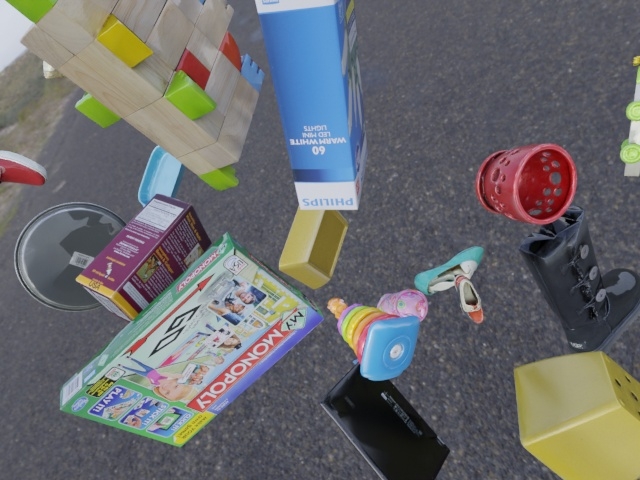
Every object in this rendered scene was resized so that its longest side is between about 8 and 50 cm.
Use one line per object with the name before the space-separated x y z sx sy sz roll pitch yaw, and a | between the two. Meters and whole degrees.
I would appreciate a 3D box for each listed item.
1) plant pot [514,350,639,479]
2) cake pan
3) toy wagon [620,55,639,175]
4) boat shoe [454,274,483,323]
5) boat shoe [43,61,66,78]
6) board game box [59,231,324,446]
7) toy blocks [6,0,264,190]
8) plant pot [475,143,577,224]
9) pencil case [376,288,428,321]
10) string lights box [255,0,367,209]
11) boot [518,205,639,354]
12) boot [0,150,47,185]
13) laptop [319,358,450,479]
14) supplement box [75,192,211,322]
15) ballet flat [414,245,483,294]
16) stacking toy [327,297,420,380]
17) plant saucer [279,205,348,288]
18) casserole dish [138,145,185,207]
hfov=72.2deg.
plant pot | 0.551 0.355 0.892 0.187 0.212 0.212 -46 7 34
cake pan | -0.628 0.046 1.153 0.293 0.293 0.054 -56 28 -17
toy wagon | 0.956 -0.372 1.318 0.068 0.344 0.267 8 19 33
boat shoe | 0.365 0.147 1.065 0.049 0.137 0.043 -26 14 -1
boat shoe | -0.445 -0.318 0.837 0.056 0.153 0.048 17 104 29
board game box | -0.174 0.161 0.644 0.317 0.213 0.046 -43 39 4
toy blocks | -0.221 -0.291 0.653 0.190 0.381 0.261 -11 56 34
plant pot | 0.500 -0.145 1.100 0.191 0.191 0.174 -47 23 -6
pencil case | 0.284 0.241 1.563 0.124 0.124 0.284 -53 -1 -13
string lights box | 0.001 -0.175 0.496 0.076 0.260 0.133 0 42 13
boot | 0.784 0.079 1.288 0.367 0.445 0.146 -46 22 -24
boot | -0.802 -0.133 1.040 0.088 0.244 0.176 -48 38 46
laptop | 0.185 0.587 1.399 0.408 0.382 0.236 -29 -17 -49
supplement box | -0.273 0.030 0.705 0.081 0.104 0.188 18 58 22
ballet flat | 0.420 0.105 1.380 0.247 0.083 0.087 -26 39 0
stacking toy | 0.110 0.235 1.213 0.302 0.175 0.166 29 114 52
plant saucer | 0.000 0.000 1.623 0.081 0.333 0.333 13 77 27
casserole dish | -0.416 -0.163 1.165 0.114 0.037 0.188 21 94 24
